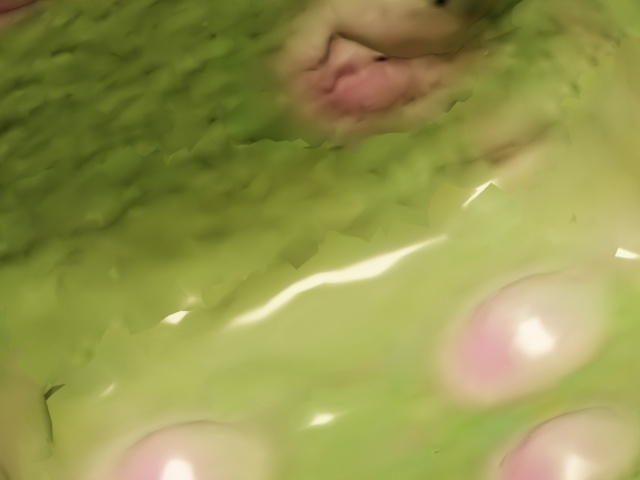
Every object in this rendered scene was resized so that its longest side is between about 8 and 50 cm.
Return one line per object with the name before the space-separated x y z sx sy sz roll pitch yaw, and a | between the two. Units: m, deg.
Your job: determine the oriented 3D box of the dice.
dice | 0.000 0.000 0.703 0.318 0.330 0.322 -26 136 -2
